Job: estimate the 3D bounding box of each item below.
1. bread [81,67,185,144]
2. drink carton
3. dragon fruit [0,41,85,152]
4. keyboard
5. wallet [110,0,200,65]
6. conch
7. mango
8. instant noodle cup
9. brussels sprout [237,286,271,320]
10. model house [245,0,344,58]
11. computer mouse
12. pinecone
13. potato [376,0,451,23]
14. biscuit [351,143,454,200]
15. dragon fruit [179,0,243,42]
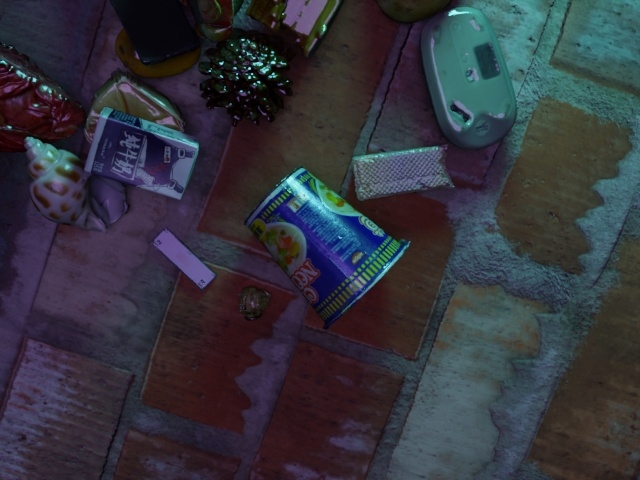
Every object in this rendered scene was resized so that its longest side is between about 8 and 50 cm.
[{"bbox_3d":[-0.434,-0.271,1.710,0.210,0.109,0.192,32,103,-18],"label":"bread"},{"bbox_3d":[-0.393,-0.193,1.636,0.223,0.102,0.134,17,106,-15],"label":"drink carton"},{"bbox_3d":[-0.682,-0.346,1.650,0.331,0.302,0.240,18,65,5],"label":"dragon fruit"},{"bbox_3d":[-0.339,0.046,1.824,0.176,0.014,0.055,44,96,-7],"label":"keyboard"},{"bbox_3d":[-0.389,-0.525,1.653,0.146,0.030,0.285,-23,77,-21],"label":"wallet"},{"bbox_3d":[-0.581,-0.127,1.702,0.149,0.275,0.182,33,71,30],"label":"conch"},{"bbox_3d":[-0.374,-0.445,1.698,0.195,0.098,0.137,-8,87,-7],"label":"mango"},{"bbox_3d":[0.000,0.000,1.708,0.312,0.284,0.284,45,97,1],"label":"instant noodle cup"},{"bbox_3d":[-0.168,0.160,1.826,0.085,0.058,0.085,4,113,10],"label":"brussels sprout"},{"bbox_3d":[-0.060,-0.555,1.631,0.229,0.219,0.199,33,108,-6],"label":"model house"},{"bbox_3d":[0.341,-0.375,1.717,0.197,0.095,0.330,-15,95,-8],"label":"computer mouse"},{"bbox_3d":[-0.168,-0.365,1.670,0.229,0.202,0.201,-20,124,-17],"label":"pinecone"},{"bbox_3d":[0.231,-0.631,1.615,0.285,0.242,0.242,-39,98,9],"label":"potato"},{"bbox_3d":[0.197,-0.164,1.768,0.239,0.062,0.108,-8,101,2],"label":"biscuit"},{"bbox_3d":[-0.250,-0.581,1.599,0.130,0.268,0.295,-22,108,-9],"label":"dragon fruit"}]
